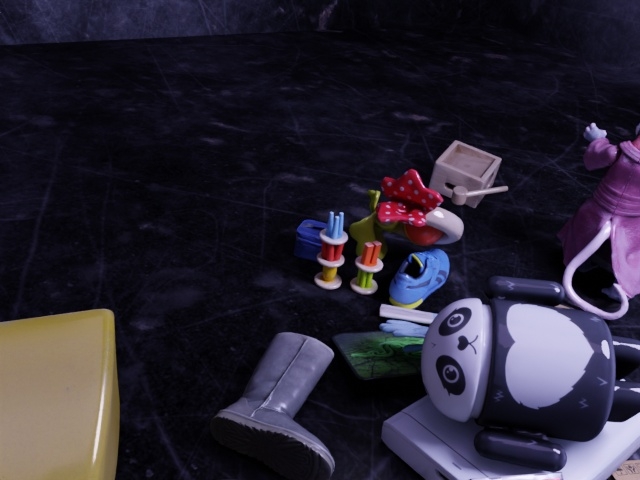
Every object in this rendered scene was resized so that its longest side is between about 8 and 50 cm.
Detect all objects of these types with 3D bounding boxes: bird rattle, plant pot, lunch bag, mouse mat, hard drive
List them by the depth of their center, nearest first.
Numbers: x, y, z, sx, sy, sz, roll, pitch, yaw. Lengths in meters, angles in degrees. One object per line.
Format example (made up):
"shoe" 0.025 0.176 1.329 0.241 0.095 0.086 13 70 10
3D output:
"plant pot" -0.327 0.226 0.687 0.212 0.212 0.187 -6 47 -21
"hard drive" 0.294 0.259 0.878 0.353 0.047 0.233 -18 34 -35
"mouse mat" 0.126 0.177 0.994 0.190 0.007 0.152 -2 18 -16
"bird rattle" 0.175 -0.048 1.176 0.207 0.253 0.143 17 69 -19
"lunch bag" 0.000 0.000 1.230 0.099 0.065 0.067 14 32 11

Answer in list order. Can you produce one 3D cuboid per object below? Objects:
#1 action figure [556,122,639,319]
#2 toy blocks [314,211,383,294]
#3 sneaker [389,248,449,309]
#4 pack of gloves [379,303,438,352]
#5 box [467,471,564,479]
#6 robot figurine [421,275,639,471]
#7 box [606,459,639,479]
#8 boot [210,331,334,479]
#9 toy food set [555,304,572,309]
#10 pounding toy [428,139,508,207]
"action figure" 0.564 -0.082 1.190 0.248 0.370 0.276 29 39 31
"toy blocks" 0.056 0.021 1.130 0.123 0.148 0.054 8 32 1
"sneaker" 0.197 0.052 1.176 0.069 0.082 0.209 22 33 25
"pack of gloves" 0.207 0.160 1.011 0.232 0.046 0.195 9 5 7
"box" 0.228 0.358 0.653 0.114 0.036 0.206 1 57 -11
"robot figurine" 0.273 0.166 0.813 0.278 0.173 0.209 7 23 8
"box" 0.500 0.354 0.809 0.201 0.021 0.164 0 32 -13
"boot" -0.031 0.224 0.874 0.190 0.076 0.208 22 28 18
"toy food set" 0.420 0.153 1.110 0.133 0.038 0.192 1 26 -23
"pounding toy" 0.357 -0.129 1.497 0.181 0.094 0.206 27 46 20
